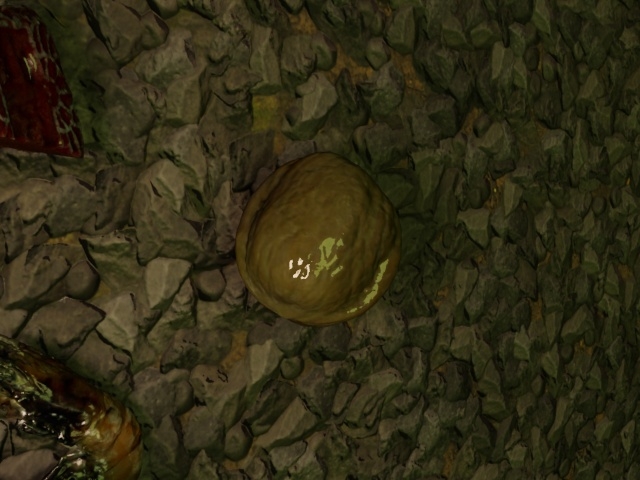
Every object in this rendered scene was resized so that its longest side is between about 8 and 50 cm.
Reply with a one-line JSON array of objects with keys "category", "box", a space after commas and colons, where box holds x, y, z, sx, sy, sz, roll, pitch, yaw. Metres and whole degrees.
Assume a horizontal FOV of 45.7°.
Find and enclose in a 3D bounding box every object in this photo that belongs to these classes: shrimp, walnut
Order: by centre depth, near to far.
[{"category": "shrimp", "box": [-0.395, 0.281, 1.030, 0.365, 0.071, 0.233, 45, 73, -38]}, {"category": "walnut", "box": [0.000, 0.000, 1.196, 0.283, 0.227, 0.283, 2, 71, -4]}]

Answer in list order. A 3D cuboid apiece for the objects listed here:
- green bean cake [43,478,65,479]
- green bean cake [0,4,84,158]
[{"category": "green bean cake", "box": [-0.385, 0.460, 0.874, 0.319, 0.218, 0.335, -13, 70, -25]}, {"category": "green bean cake", "box": [-0.389, -0.176, 0.896, 0.232, 0.097, 0.198, -39, 121, -70]}]
